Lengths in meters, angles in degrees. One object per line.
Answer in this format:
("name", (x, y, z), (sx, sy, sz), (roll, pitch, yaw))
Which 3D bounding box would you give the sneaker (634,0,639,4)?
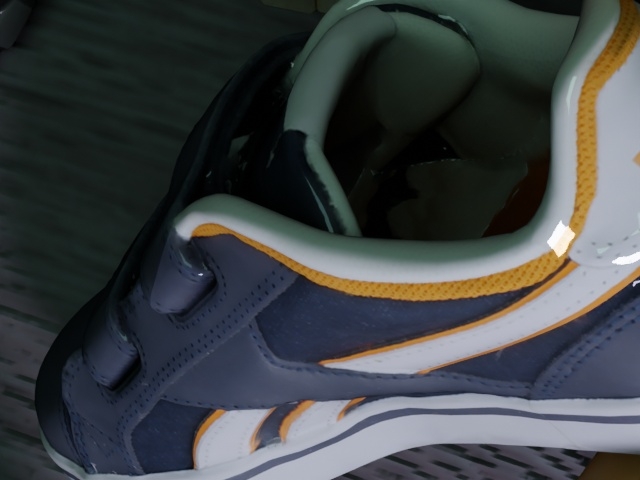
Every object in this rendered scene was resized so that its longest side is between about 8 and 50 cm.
("sneaker", (0.130, -0.148, 0.576), (0.300, 0.111, 0.121), (29, 76, -1))

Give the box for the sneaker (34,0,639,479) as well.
("sneaker", (0.000, 0.000, 0.514), (0.321, 0.126, 0.127), (-15, 129, 42))

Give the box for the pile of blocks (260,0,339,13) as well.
("pile of blocks", (0.091, -0.135, 0.422), (0.149, 0.113, 0.362), (42, 136, -9))

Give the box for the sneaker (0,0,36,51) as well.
("sneaker", (-0.140, -0.136, 0.630), (0.267, 0.101, 0.106), (-38, 67, 3))

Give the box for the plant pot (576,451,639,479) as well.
("plant pot", (0.206, 0.068, 0.501), (0.205, 0.205, 0.188), (36, 78, 7))
